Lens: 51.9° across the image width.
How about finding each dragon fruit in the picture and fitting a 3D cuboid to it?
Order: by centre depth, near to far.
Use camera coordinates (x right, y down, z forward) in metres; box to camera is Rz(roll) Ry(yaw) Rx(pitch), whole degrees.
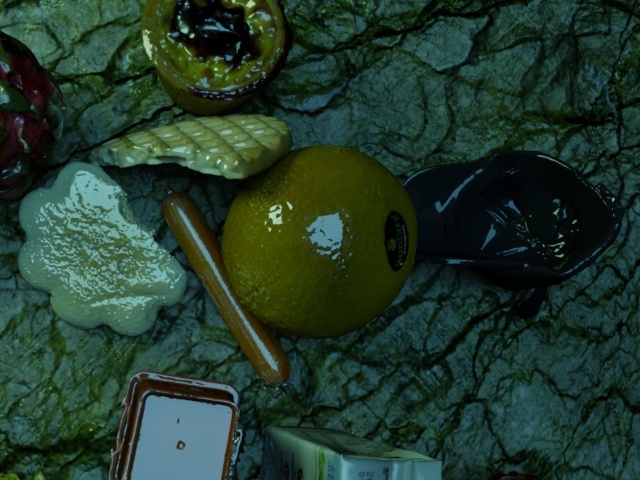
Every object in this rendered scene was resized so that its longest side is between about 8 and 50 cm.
[{"bbox_3d":[-0.481,-0.151,0.834,0.303,0.231,0.237,-22,76,-24],"label":"dragon fruit"}]

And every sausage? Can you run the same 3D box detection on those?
[{"bbox_3d":[-0.140,0.069,0.963,0.053,0.053,0.347,-30,86,-18],"label":"sausage"}]

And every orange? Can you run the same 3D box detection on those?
[{"bbox_3d":[0.000,0.000,0.905,0.274,0.274,0.274,3,77,-13],"label":"orange"}]

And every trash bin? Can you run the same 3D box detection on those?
[{"bbox_3d":[-0.178,0.260,0.812,0.161,0.239,0.184,11,76,-11],"label":"trash bin"}]

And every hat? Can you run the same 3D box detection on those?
[{"bbox_3d":[0.278,-0.002,1.049,0.336,0.209,0.238,-7,58,2],"label":"hat"}]

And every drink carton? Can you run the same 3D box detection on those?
[{"bbox_3d":[0.019,0.339,0.801,0.132,0.324,0.194,8,78,-16],"label":"drink carton"}]

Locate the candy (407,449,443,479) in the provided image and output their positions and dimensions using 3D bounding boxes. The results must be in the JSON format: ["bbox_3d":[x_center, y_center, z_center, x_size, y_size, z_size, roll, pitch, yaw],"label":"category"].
[{"bbox_3d":[0.068,0.453,0.926,0.092,0.093,0.335,23,78,37],"label":"candy"}]

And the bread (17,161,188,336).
[{"bbox_3d":[-0.313,0.026,0.914,0.182,0.039,0.250,-38,100,-9],"label":"bread"}]

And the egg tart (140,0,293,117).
[{"bbox_3d":[-0.157,-0.286,0.980,0.215,0.171,0.215,3,78,-13],"label":"egg tart"}]

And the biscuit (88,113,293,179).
[{"bbox_3d":[-0.161,-0.139,0.912,0.205,0.309,0.040,-33,123,-46],"label":"biscuit"}]

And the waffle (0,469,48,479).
[{"bbox_3d":[-0.385,0.394,0.825,0.160,0.055,0.210,-35,88,-20],"label":"waffle"}]

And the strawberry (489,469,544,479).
[{"bbox_3d":[0.287,0.447,0.880,0.250,0.239,0.288,-17,106,-27],"label":"strawberry"}]
